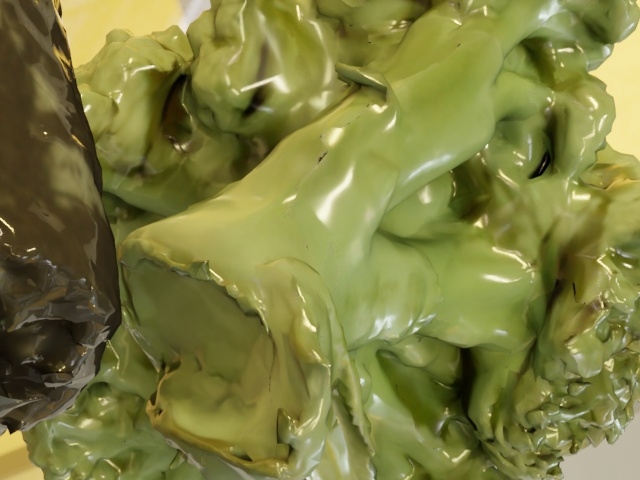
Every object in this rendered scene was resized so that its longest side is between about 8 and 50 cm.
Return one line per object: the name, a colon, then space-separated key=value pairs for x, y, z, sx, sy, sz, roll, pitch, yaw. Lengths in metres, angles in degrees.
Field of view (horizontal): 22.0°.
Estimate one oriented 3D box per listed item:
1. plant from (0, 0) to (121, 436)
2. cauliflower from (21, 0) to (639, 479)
plant: x=-0.120 y=0.056 z=0.385 sx=0.149 sy=0.146 sz=0.275 roll=137 pitch=-54 yaw=-62
cauliflower: x=-0.006 y=-0.007 z=0.633 sx=0.260 sy=0.327 sz=0.281 roll=38 pitch=6 yaw=32
